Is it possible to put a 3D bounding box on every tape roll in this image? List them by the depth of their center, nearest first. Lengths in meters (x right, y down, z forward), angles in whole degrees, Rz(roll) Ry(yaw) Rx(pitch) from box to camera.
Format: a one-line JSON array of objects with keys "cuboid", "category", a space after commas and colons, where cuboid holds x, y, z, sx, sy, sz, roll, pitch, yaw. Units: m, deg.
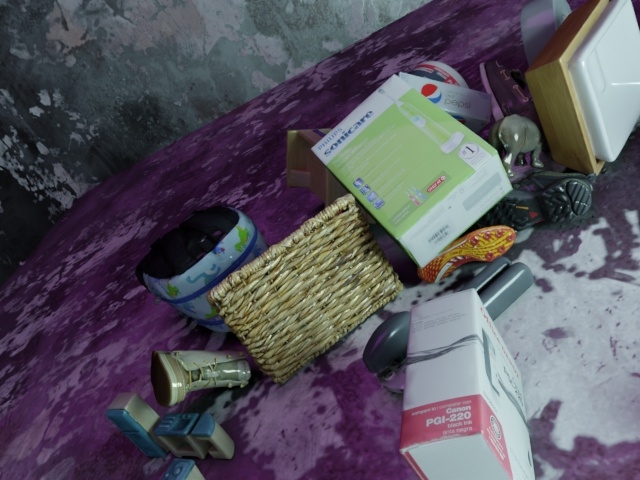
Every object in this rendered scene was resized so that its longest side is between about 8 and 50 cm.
[{"cuboid": [0.517, -0.431, 1.337, 0.072, 0.219, 0.219, -12, 32, 37], "category": "tape roll"}]

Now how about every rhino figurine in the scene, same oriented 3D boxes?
[{"cuboid": [0.388, -0.190, 1.131, 0.073, 0.106, 0.243, 9, 21, 42], "category": "rhino figurine"}]

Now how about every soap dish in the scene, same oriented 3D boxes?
[{"cuboid": [0.488, -0.288, 1.095, 0.118, 0.229, 0.291, -1, 39, 46], "category": "soap dish"}]

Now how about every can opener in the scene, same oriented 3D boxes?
[{"cuboid": [0.185, 0.107, 0.878, 0.283, 0.095, 0.076, -39, 27, -14], "category": "can opener"}]

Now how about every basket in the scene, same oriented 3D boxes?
[{"cuboid": [-0.047, 0.059, 1.083, 0.299, 0.223, 0.213, -37, 26, -8], "category": "basket"}]

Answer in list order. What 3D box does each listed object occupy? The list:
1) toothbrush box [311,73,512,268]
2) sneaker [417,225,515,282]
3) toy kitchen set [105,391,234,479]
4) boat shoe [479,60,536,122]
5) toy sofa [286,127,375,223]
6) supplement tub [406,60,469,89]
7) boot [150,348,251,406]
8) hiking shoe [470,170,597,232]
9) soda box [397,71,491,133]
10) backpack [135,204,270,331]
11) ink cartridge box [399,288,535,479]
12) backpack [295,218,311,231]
[{"cuboid": [0.149, -0.126, 1.045, 0.206, 0.122, 0.283, -42, 51, 3], "category": "toothbrush box"}, {"cuboid": [0.242, 0.012, 1.027, 0.175, 0.064, 0.067, -21, 24, 18], "category": "sneaker"}, {"cuboid": [-0.264, 0.336, 0.938, 0.207, 0.122, 0.166, -13, 31, 36], "category": "toy kitchen set"}, {"cuboid": [0.436, -0.346, 1.413, 0.091, 0.109, 0.305, -21, 33, 21], "category": "boat shoe"}, {"cuboid": [0.046, -0.158, 1.378, 0.177, 0.150, 0.362, -6, 20, -15], "category": "toy sofa"}, {"cuboid": [0.214, -0.282, 1.441, 0.272, 0.191, 0.191, -42, 27, -21], "category": "supplement tub"}, {"cuboid": [-0.196, 0.224, 1.018, 0.165, 0.077, 0.213, 3, -2, -20], "category": "boot"}, {"cuboid": [0.356, -0.068, 1.045, 0.227, 0.086, 0.114, -6, 19, 37], "category": "hiking shoe"}, {"cuboid": [0.257, -0.296, 1.313, 0.074, 0.216, 0.069, 131, 148, -70], "category": "soda box"}, {"cuboid": [-0.232, 0.053, 1.311, 0.290, 0.273, 0.355, -38, 4, -19], "category": "backpack"}, {"cuboid": [0.167, 0.185, 0.681, 0.092, 0.158, 0.218, -23, 27, 23], "category": "ink cartridge box"}, {"cuboid": [0.000, 0.000, 1.298, 0.114, 0.084, 0.105, -39, 28, -22], "category": "backpack"}]
